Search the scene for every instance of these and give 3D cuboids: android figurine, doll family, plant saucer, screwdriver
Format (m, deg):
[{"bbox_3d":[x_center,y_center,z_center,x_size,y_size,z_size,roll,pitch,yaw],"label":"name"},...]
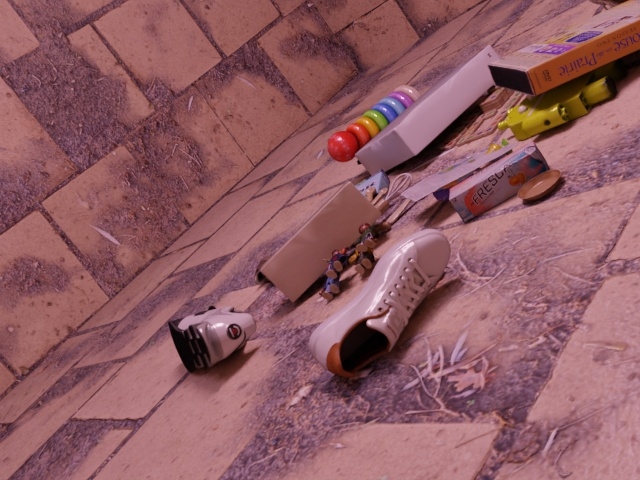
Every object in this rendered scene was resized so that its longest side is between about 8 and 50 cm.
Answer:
[{"bbox_3d":[0.501,-0.297,1.613,0.273,0.056,0.248,-18,24,47],"label":"android figurine"},{"bbox_3d":[0.056,0.042,1.558,0.193,0.076,0.111,-36,19,15],"label":"doll family"},{"bbox_3d":[0.384,-0.093,1.329,0.083,0.015,0.083,-35,15,11],"label":"plant saucer"},{"bbox_3d":[0.271,-0.153,1.756,0.170,0.025,0.024,-36,15,7],"label":"screwdriver"}]

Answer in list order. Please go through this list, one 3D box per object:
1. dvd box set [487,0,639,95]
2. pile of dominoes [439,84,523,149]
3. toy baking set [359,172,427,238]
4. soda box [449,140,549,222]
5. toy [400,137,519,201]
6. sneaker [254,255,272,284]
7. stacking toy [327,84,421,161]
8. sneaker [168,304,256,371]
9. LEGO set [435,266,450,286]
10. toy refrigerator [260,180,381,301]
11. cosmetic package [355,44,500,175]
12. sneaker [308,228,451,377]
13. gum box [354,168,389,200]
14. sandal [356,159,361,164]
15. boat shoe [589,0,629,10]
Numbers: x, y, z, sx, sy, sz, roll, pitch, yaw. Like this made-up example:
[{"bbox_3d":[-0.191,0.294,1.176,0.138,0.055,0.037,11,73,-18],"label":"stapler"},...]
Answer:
[{"bbox_3d":[0.595,-0.432,1.629,0.420,0.062,0.307,-24,15,3],"label":"dvd box set"},{"bbox_3d":[0.405,-0.322,1.937,0.196,0.040,0.251,-18,23,50],"label":"pile of dominoes"},{"bbox_3d":[0.129,-0.076,1.759,0.256,0.030,0.196,-15,37,41],"label":"toy baking set"},{"bbox_3d":[0.330,-0.108,1.416,0.183,0.058,0.063,-31,15,22],"label":"soda box"},{"bbox_3d":[0.292,-0.128,1.571,0.237,0.056,0.137,-32,11,-1],"label":"toy"},{"bbox_3d":[-0.102,0.072,1.879,0.188,0.066,0.071,-22,37,59],"label":"sneaker"},{"bbox_3d":[0.159,-0.326,2.224,0.330,0.141,0.141,-35,12,-27],"label":"stacking toy"},{"bbox_3d":[-0.234,0.208,1.672,0.146,0.122,0.330,-24,7,-27],"label":"sneaker"},{"bbox_3d":[0.192,0.052,1.306,0.054,0.023,0.083,-36,15,4],"label":"LEGO set"},{"bbox_3d":[0.000,0.000,1.661,0.269,0.102,0.094,-45,5,2],"label":"toy refrigerator"},{"bbox_3d":[0.295,-0.343,2.066,0.377,0.097,0.284,-42,5,-17],"label":"cosmetic package"},{"bbox_3d":[0.118,0.106,1.196,0.290,0.106,0.123,-47,25,-7],"label":"sneaker"},{"bbox_3d":[0.099,-0.101,1.956,0.157,0.041,0.184,-32,16,19],"label":"gum box"},{"bbox_3d":[0.162,-0.246,2.241,0.067,0.040,0.179,-14,17,36],"label":"sandal"},{"bbox_3d":[0.746,-0.622,1.909,0.136,0.156,0.367,-35,-15,26],"label":"boat shoe"}]
